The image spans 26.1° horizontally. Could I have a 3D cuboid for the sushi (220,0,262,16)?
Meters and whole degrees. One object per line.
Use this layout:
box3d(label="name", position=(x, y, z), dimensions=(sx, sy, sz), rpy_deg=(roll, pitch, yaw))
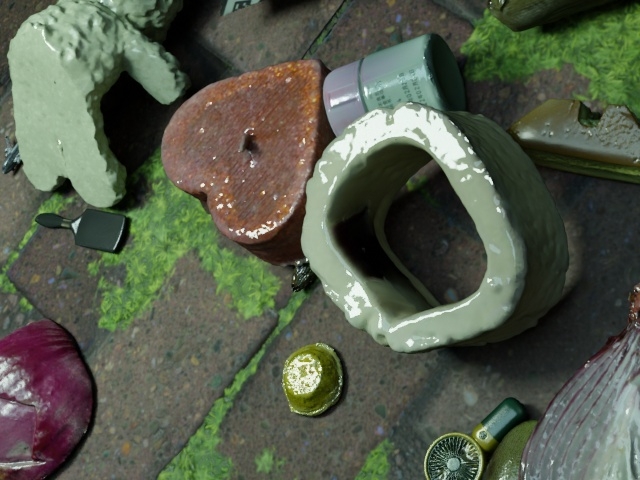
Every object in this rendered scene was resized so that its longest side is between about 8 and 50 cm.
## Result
box3d(label="sushi", position=(0.007, -0.499, 2.123), dimensions=(0.339, 0.069, 0.320), rpy_deg=(-17, 56, 25))

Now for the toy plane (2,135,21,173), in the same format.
box3d(label="toy plane", position=(-0.506, -0.147, 2.309), dimensions=(0.078, 0.031, 0.083), rpy_deg=(23, 85, 35))

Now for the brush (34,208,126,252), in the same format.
box3d(label="brush", position=(-0.385, -0.023, 2.202), dimensions=(0.193, 0.016, 0.063), rpy_deg=(12, 78, 33))

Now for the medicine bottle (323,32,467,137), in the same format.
box3d(label="medicine bottle", position=(0.103, -0.201, 1.908), dimensions=(0.168, 0.135, 0.135), rpy_deg=(-16, 65, 24))

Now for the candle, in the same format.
box3d(label="candle", position=(-0.074, -0.134, 1.976), dimensions=(0.287, 0.131, 0.317), rpy_deg=(-47, 51, 5))

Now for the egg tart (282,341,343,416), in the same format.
box3d(label="egg tart", position=(-0.016, 0.188, 1.894), dimensions=(0.105, 0.039, 0.105), rpy_deg=(-10, 68, 25))

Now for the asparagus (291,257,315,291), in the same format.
box3d(label="asparagus", position=(0.000, 0.000, 1.958), dimensions=(0.036, 0.030, 0.165), rpy_deg=(23, 85, 20))

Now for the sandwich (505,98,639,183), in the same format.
box3d(label="sandwich", position=(0.347, -0.133, 1.765), dimensions=(0.244, 0.090, 0.088), rpy_deg=(14, 83, 33))

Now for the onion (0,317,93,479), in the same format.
box3d(label="onion", position=(-0.477, 0.247, 2.105), dimensions=(0.250, 0.111, 0.247), rpy_deg=(-40, 56, 11))

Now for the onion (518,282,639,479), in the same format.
box3d(label="onion", position=(0.379, 0.228, 1.579), dimensions=(0.267, 0.159, 0.349), rpy_deg=(10, 70, 20))

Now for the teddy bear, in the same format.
box3d(label="teddy bear", position=(-0.312, -0.302, 2.211), dimensions=(0.327, 0.376, 0.362), rpy_deg=(17, 40, 34))

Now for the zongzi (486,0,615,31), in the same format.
box3d(label="zongzi", position=(0.381, -0.333, 1.794), dimensions=(0.274, 0.145, 0.300), rpy_deg=(-46, 63, 13))

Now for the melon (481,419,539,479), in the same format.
box3d(label="melon", position=(0.244, 0.293, 1.666), dimensions=(0.099, 0.099, 0.162), rpy_deg=(14, 78, 33))

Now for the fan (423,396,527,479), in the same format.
box3d(label="fan", position=(0.201, 0.260, 1.740), dimensions=(0.155, 0.039, 0.082), rpy_deg=(-45, 56, 8))

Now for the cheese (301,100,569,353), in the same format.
box3d(label="cheese", position=(0.145, -0.004, 1.764), dimensions=(0.292, 0.153, 0.332), rpy_deg=(-47, 62, 26))
